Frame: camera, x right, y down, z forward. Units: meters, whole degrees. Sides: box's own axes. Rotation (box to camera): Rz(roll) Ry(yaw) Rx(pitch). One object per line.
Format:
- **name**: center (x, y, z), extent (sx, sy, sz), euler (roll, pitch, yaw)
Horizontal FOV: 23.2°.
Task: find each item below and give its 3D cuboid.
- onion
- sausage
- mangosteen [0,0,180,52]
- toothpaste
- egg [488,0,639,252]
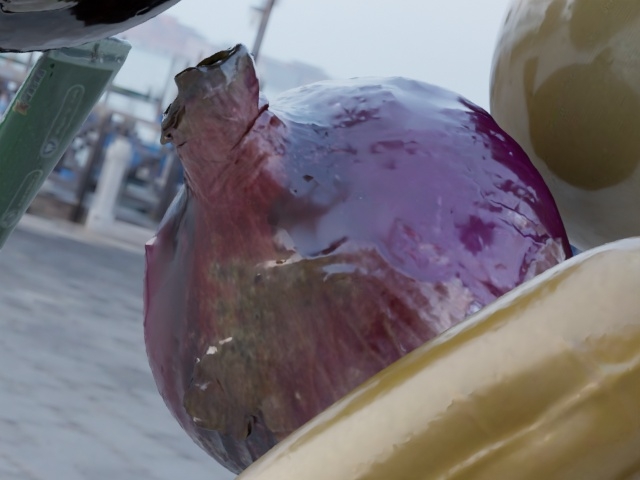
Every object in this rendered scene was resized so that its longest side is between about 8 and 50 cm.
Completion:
- **onion**: center (0.000, 0.000, 1.127), extent (0.348, 0.348, 0.385), euler (23, -23, 46)
- **sausage**: center (0.035, 0.112, 0.674), extent (0.112, 0.328, 0.112), euler (55, 7, -10)
- **mangosteen**: center (-0.204, -0.309, 0.984), extent (0.382, 0.382, 0.435), euler (18, 10, 4)
- **toothpaste**: center (-0.304, -0.036, 1.440), extent (0.061, 0.392, 0.099), euler (46, 23, 25)
- **egg**: center (0.295, -0.148, 1.288), extent (0.301, 0.374, 0.301), euler (7, 37, -6)
